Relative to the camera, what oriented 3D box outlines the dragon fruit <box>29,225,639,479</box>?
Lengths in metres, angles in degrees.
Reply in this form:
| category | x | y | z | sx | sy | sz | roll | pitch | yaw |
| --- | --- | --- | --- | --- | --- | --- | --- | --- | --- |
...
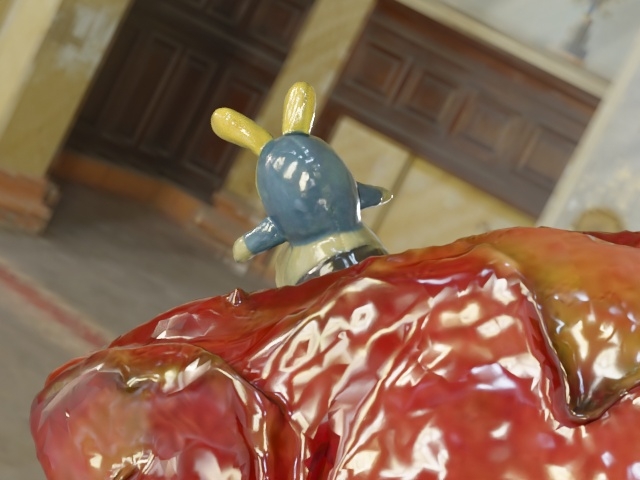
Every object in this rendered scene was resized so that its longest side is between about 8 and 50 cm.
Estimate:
| category | x | y | z | sx | sy | sz | roll | pitch | yaw |
| --- | --- | --- | --- | --- | --- | --- | --- | --- | --- |
| dragon fruit | 0.065 | 0.143 | 0.536 | 0.228 | 0.286 | 0.329 | 33 | 45 | -38 |

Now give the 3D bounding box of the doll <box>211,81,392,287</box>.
| category | x | y | z | sx | sy | sz | roll | pitch | yaw |
| --- | --- | --- | --- | --- | --- | --- | --- | --- | --- |
| doll | 0.000 | 0.000 | 0.915 | 0.089 | 0.102 | 0.179 | 144 | -75 | -77 |
